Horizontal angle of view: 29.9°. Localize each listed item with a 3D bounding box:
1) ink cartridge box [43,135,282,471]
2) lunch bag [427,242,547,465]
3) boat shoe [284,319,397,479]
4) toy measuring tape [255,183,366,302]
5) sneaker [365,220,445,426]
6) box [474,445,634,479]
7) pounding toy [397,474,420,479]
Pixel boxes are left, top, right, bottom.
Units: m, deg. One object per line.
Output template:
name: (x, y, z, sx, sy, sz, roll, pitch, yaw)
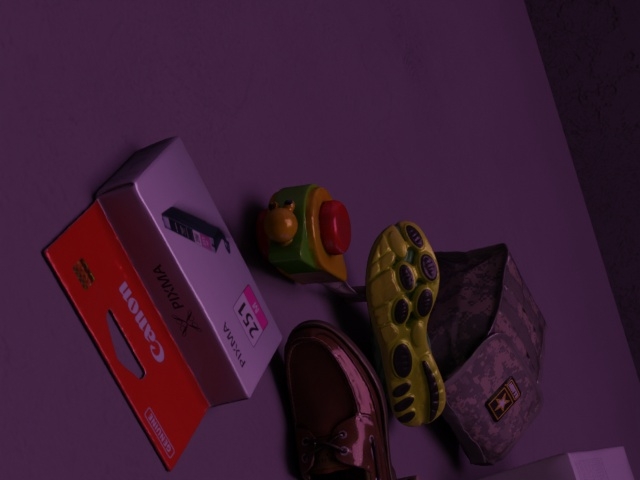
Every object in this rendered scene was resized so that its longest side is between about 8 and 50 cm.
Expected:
ink cartridge box: (-0.153, 0.060, 1.258, 0.275, 0.060, 0.239, 64, 25, -20)
lunch bag: (0.253, 0.187, 1.906, 0.235, 0.169, 0.287, 56, 37, -40)
boat shoe: (0.027, 0.250, 1.451, 0.307, 0.110, 0.104, 69, 24, -9)
toy measuring tape: (0.000, 0.000, 1.563, 0.330, 0.121, 0.121, 34, 45, -66)
sneaker: (0.106, 0.116, 1.693, 0.123, 0.109, 0.295, -144, -133, -68)
box: (0.372, 0.441, 1.915, 0.345, 0.215, 0.168, 14, 56, -61)
pounding toy: (0.134, 0.394, 1.599, 0.141, 0.100, 0.130, 57, 30, -31)
